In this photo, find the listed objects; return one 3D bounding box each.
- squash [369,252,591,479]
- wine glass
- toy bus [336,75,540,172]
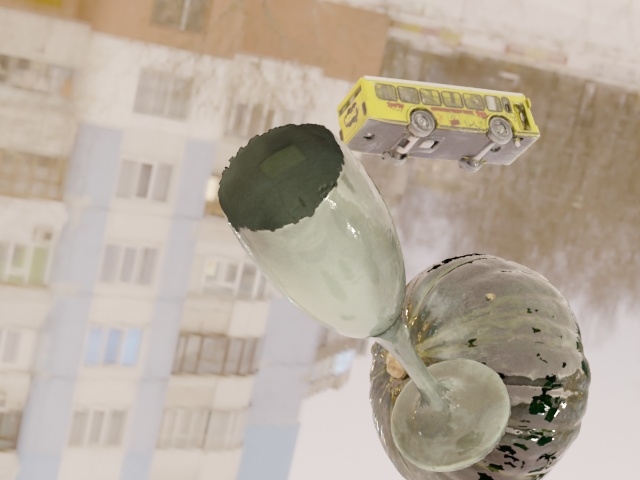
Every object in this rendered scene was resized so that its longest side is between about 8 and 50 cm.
[{"bbox_3d":[0.137,0.119,1.103,0.172,0.218,0.218,6,-170,-14],"label":"squash"},{"bbox_3d":[0.000,0.000,0.918,0.264,0.096,0.309,52,179,45],"label":"wine glass"},{"bbox_3d":[0.131,-0.128,1.409,0.226,0.074,0.081,2,151,-26],"label":"toy bus"}]
